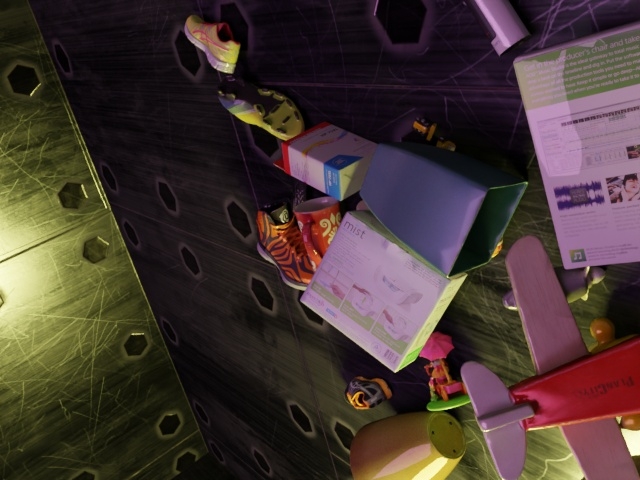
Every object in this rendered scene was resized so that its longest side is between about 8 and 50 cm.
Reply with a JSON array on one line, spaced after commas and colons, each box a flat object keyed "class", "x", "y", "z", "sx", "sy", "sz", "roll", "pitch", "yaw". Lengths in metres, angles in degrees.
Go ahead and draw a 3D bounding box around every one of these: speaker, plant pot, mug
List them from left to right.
[{"class": "mug", "x": -0.005, "y": -0.002, "z": 1.560, "sx": 0.113, "sy": 0.150, "sz": 0.170, "roll": 8, "pitch": 119, "yaw": 47}, {"class": "plant pot", "x": 0.239, "y": 0.531, "z": 1.626, "sx": 0.237, "sy": 0.237, "sz": 0.254, "roll": 54, "pitch": 135, "yaw": 10}, {"class": "plant pot", "x": 0.197, "y": -0.076, "z": 1.135, "sx": 0.234, "sy": 0.165, "sz": 0.166, "roll": 34, "pitch": 118, "yaw": 29}, {"class": "speaker", "x": 0.261, "y": -0.350, "z": 0.983, "sx": 0.136, "sy": 0.055, "sz": 0.055, "roll": 58, "pitch": 149, "yaw": 1}]

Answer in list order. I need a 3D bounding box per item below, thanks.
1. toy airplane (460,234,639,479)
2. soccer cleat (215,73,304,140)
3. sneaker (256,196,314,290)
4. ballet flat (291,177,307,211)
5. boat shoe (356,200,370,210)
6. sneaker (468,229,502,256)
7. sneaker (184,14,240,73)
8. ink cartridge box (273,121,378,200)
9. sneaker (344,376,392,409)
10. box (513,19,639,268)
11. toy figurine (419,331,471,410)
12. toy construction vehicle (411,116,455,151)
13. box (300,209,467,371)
[{"class": "toy airplane", "x": 0.422, "y": 0.230, "z": 1.031, "sx": 0.384, "sy": 0.272, "sz": 0.387, "roll": 25, "pitch": 103, "yaw": 26}, {"class": "soccer cleat", "x": -0.136, "y": -0.315, "z": 1.585, "sx": 0.289, "sy": 0.093, "sz": 0.121, "roll": 34, "pitch": 171, "yaw": 30}, {"class": "sneaker", "x": -0.078, "y": 0.001, "z": 1.706, "sx": 0.321, "sy": 0.124, "sz": 0.180, "roll": 31, "pitch": 140, "yaw": 39}, {"class": "ballet flat", "x": -0.043, "y": -0.142, "z": 1.627, "sx": 0.058, "sy": 0.049, "sz": 0.173, "roll": -111, "pitch": 22, "yaw": -45}, {"class": "boat shoe", "x": 0.136, "y": -0.039, "z": 1.442, "sx": 0.133, "sy": 0.049, "sz": 0.042, "roll": 39, "pitch": 172, "yaw": 20}, {"class": "sneaker", "x": 0.269, "y": -0.027, "z": 1.240, "sx": 0.175, "sy": 0.064, "sz": 0.067, "roll": 44, "pitch": 156, "yaw": 29}, {"class": "sneaker", "x": -0.258, "y": -0.506, "z": 1.599, "sx": 0.208, "sy": 0.081, "sz": 0.094, "roll": 49, "pitch": 125, "yaw": 24}, {"class": "ink cartridge box", "x": 0.011, "y": -0.184, "z": 1.409, "sx": 0.231, "sy": 0.134, "sz": 0.078, "roll": 31, "pitch": 140, "yaw": 38}, {"class": "sneaker", "x": 0.115, "y": 0.440, "z": 1.839, "sx": 0.084, "sy": 0.083, "sz": 0.215, "roll": 57, "pitch": 151, "yaw": 2}, {"class": "box", "x": 0.415, "y": -0.124, "z": 0.871, "sx": 0.232, "sy": 0.058, "sz": 0.322, "roll": -8, "pitch": 112, "yaw": 32}, {"class": "toy figurine", "x": 0.276, "y": 0.287, "z": 1.480, "sx": 0.173, "sy": 0.130, "sz": 0.159, "roll": 120, "pitch": 133, "yaw": -82}, {"class": "toy construction vehicle", "x": 0.213, "y": -0.178, "z": 1.225, "sx": 0.098, "sy": 0.035, "sz": 0.086, "roll": 37, "pitch": 132, "yaw": 29}, {"class": "box", "x": 0.128, "y": 0.098, "z": 1.357, "sx": 0.261, "sy": 0.126, "sz": 0.231, "roll": 34, "pitch": 108, "yaw": 22}]
